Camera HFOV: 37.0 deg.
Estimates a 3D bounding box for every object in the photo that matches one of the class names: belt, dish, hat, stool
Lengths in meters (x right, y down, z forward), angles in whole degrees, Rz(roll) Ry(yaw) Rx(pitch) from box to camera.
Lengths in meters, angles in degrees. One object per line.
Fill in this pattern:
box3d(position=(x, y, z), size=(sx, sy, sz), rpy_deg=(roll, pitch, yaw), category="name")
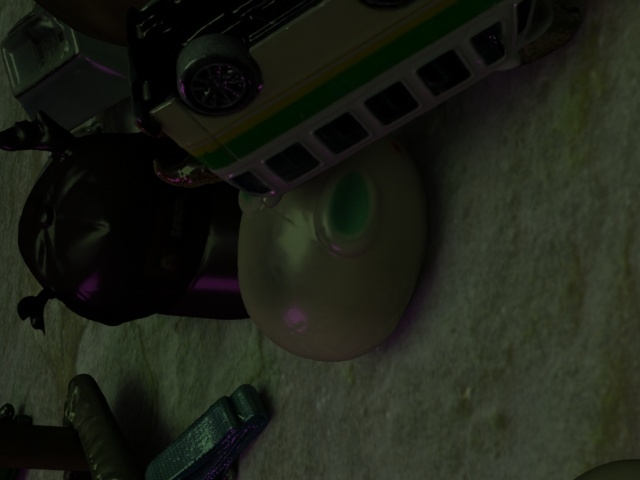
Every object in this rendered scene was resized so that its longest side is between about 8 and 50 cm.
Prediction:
box3d(position=(-0.116, 0.235, 1.074), size=(0.179, 0.100, 0.065), rpy_deg=(-45, 52, 22), category="belt")
box3d(position=(-0.346, -0.251, 1.266), size=(0.243, 0.080, 0.182), rpy_deg=(-20, 83, 39), category="dish")
box3d(position=(-0.216, -0.013, 1.030), size=(0.336, 0.209, 0.238), rpy_deg=(6, 91, 27), category="hat")
box3d(position=(-0.349, 0.370, 1.190), size=(0.310, 0.226, 0.310), rpy_deg=(45, 135, 47), category="stool")

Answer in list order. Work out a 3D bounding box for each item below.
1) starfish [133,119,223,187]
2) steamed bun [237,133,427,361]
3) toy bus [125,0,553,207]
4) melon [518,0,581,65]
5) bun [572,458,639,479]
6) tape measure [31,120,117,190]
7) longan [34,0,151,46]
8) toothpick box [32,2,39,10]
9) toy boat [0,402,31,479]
box3d(position=(-0.065, -0.123, 0.964), size=(0.238, 0.071, 0.216), rpy_deg=(-26, 99, 18), category="starfish")
box3d(position=(0.000, 0.000, 0.858), size=(0.177, 0.131, 0.228), rpy_deg=(27, 111, 31), category="steamed bun")
box3d(position=(0.022, -0.165, 0.715), size=(0.305, 0.179, 0.143), rpy_deg=(-30, 45, 16), category="toy bus")
box3d(position=(0.131, -0.189, 0.801), size=(0.098, 0.054, 0.182), rpy_deg=(-54, 48, 15), category="melon")
box3d(position=(0.224, 0.215, 0.590), size=(0.173, 0.120, 0.173), rpy_deg=(160, 90, -80), category="bun")
box3d(position=(-0.333, -0.036, 1.311), size=(0.197, 0.120, 0.236), rpy_deg=(-35, 53, 36), category="tape measure")
box3d(position=(-0.141, -0.364, 0.862), size=(0.391, 0.391, 0.391), rpy_deg=(-4, 86, 52), category="longan")
box3d(position=(-0.391, -0.299, 1.413), size=(0.149, 0.098, 0.098), rpy_deg=(-50, 51, 36), category="toothpick box")
box3d(position=(-0.533, 0.370, 1.601), size=(0.104, 0.052, 0.210), rpy_deg=(48, 126, 39), category="toy boat")
